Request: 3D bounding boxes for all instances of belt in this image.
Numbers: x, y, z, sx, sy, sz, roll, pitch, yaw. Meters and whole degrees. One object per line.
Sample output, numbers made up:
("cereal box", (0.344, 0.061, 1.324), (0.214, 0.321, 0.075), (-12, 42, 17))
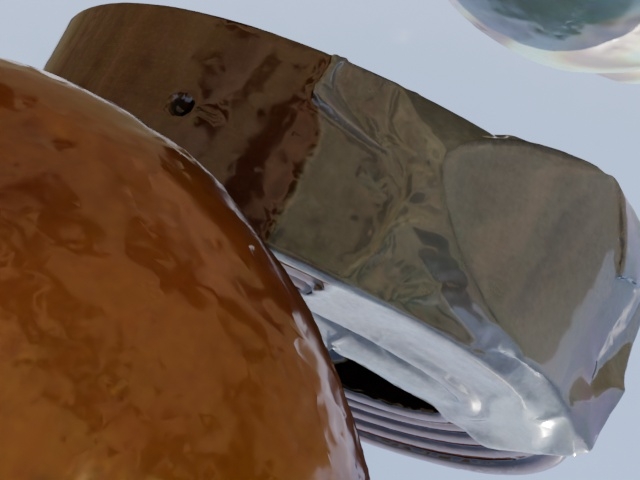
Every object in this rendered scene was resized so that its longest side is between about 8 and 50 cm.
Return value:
("belt", (0.000, 0.000, 1.015), (0.338, 0.217, 0.122), (24, -115, 5))

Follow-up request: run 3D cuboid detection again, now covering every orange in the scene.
("orange", (-0.126, 0.063, 0.691), (0.310, 0.274, 0.274), (6, -162, 16))

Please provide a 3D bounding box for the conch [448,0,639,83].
("conch", (0.165, -0.180, 1.042), (0.249, 0.197, 0.368), (26, -169, 31))
